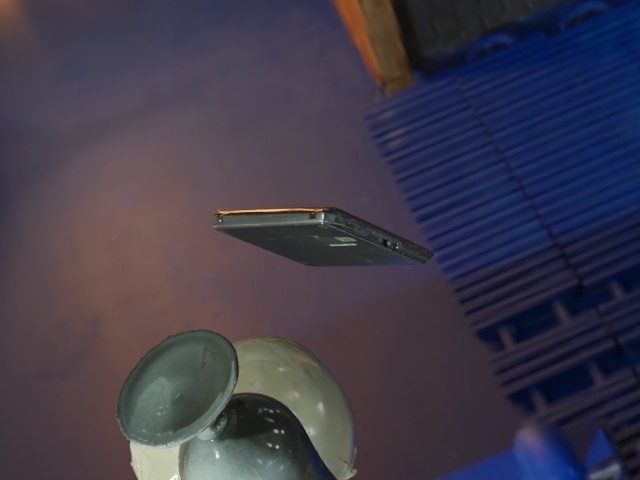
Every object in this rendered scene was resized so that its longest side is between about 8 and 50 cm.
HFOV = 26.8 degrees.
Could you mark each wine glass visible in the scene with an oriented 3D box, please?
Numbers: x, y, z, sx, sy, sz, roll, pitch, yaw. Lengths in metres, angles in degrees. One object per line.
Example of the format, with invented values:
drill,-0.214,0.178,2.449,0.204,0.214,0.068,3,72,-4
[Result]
wine glass,-0.053,0.174,1.030,0.231,0.103,0.103,55,-172,-40

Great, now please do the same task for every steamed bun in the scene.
steamed bun,-0.105,0.312,1.999,0.233,0.334,0.312,51,175,38

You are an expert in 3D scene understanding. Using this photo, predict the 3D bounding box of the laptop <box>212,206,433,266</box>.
laptop,0.000,0.000,1.405,0.154,0.026,0.207,24,165,-34
